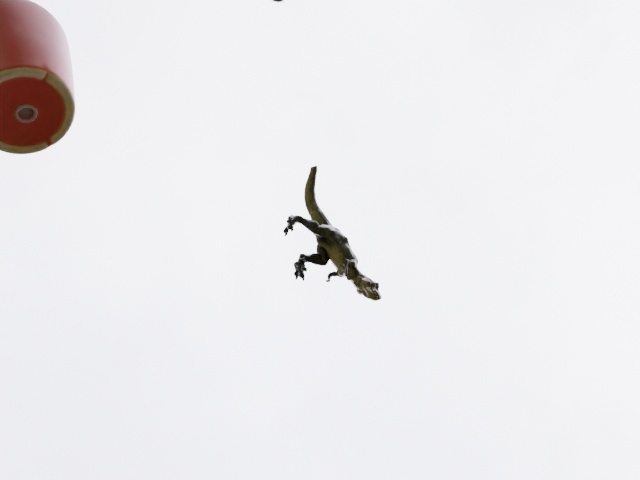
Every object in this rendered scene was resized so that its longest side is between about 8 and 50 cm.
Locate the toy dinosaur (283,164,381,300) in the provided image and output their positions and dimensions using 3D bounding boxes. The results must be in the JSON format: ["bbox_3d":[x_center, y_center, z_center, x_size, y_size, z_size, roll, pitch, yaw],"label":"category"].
[{"bbox_3d":[0.000,0.000,1.249,0.064,0.118,0.268,-48,-117,49],"label":"toy dinosaur"}]

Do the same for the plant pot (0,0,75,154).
[{"bbox_3d":[-0.621,-0.318,1.526,0.275,0.275,0.243,-45,-131,10],"label":"plant pot"}]

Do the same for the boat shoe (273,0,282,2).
[{"bbox_3d":[-0.144,-0.594,1.392,0.112,0.335,0.096,-27,-143,13],"label":"boat shoe"}]
